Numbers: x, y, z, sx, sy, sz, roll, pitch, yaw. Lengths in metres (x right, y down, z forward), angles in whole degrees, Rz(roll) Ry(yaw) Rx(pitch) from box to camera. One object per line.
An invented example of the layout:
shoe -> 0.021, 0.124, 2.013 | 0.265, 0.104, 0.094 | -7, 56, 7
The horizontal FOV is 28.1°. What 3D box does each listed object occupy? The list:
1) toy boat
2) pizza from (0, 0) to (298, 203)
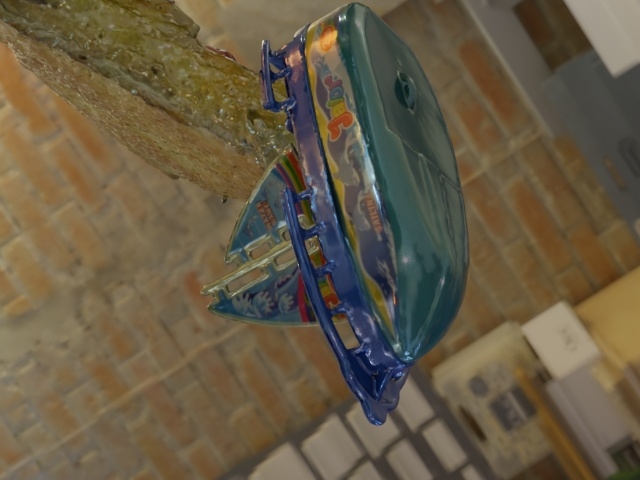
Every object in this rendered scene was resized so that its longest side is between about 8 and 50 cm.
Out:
toy boat -> 0.000, 0.000, 0.493 | 0.091, 0.110, 0.175 | 36, -147, -42
pizza -> -0.049, -0.070, 0.752 | 0.288, 0.075, 0.280 | 27, 172, 20
